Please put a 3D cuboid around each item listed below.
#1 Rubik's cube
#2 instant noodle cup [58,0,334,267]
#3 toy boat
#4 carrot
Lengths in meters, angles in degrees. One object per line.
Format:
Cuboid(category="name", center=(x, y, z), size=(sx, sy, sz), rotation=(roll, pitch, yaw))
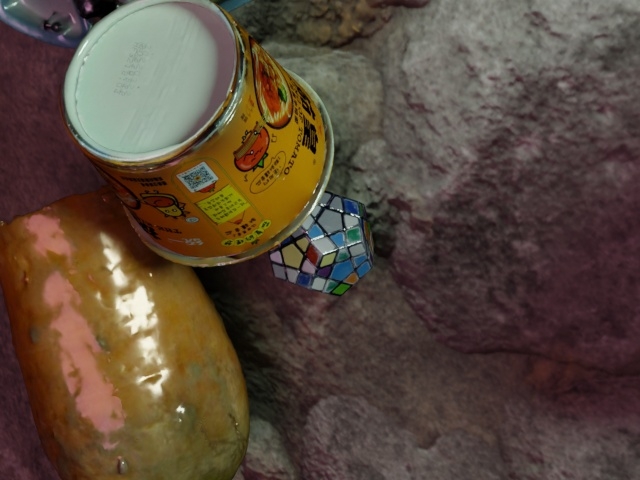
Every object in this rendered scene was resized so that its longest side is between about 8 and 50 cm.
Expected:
Cuboid(category="Rubik's cube", center=(0.000, 0.000, 1.114), size=(0.111, 0.111, 0.093), rotation=(47, 153, 9))
Cuboid(category="instant noodle cup", center=(-0.113, -0.103, 1.036), size=(0.216, 0.172, 0.215), rotation=(-6, 67, 16))
Cuboid(category="toy boat", center=(-0.184, -0.255, 1.105), size=(0.332, 0.133, 0.145), rotation=(-6, 108, 37))
Cuboid(category="carrot", center=(-0.206, 0.114, 1.228), size=(0.224, 0.224, 0.340), rotation=(-16, 97, 38))
